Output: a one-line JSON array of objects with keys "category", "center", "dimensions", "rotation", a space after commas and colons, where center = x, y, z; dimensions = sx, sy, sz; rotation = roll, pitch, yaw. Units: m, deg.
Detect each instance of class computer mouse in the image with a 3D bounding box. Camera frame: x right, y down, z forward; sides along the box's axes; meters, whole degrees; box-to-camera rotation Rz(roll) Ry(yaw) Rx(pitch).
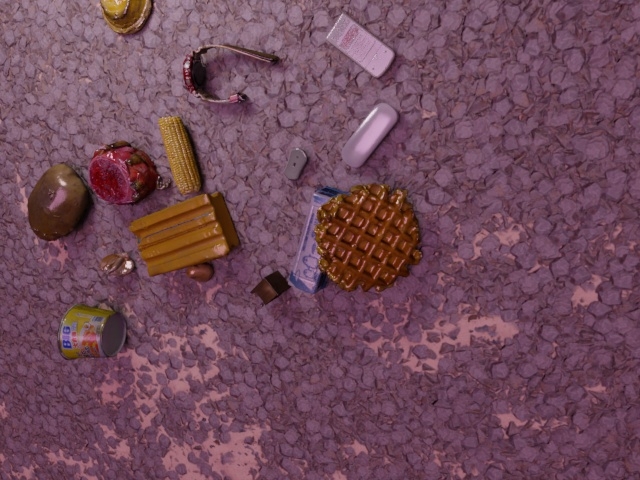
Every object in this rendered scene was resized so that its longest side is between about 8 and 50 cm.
[{"category": "computer mouse", "center": [-0.072, -0.223, 1.426], "dimensions": [0.056, 0.032, 0.110], "rotation": [33, 120, 10]}]

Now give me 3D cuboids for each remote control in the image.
[{"category": "remote control", "center": [0.110, -0.521, 1.302], "dimensions": [0.190, 0.029, 0.087], "rotation": [39, 111, 7]}]

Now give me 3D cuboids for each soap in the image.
[{"category": "soap", "center": [-0.438, -0.015, 1.555], "dimensions": [0.325, 0.096, 0.204], "rotation": [-16, 96, 21]}]

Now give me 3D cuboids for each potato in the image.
[{"category": "potato", "center": [-0.910, -0.119, 1.667], "dimensions": [0.192, 0.141, 0.296], "rotation": [38, 113, 10]}, {"category": "potato", "center": [-0.395, 0.105, 1.580], "dimensions": [0.062, 0.083, 0.068], "rotation": [32, 112, 36]}]

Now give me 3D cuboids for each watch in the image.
[{"category": "watch", "center": [-0.266, -0.481, 1.412], "dimensions": [0.269, 0.102, 0.164], "rotation": [12, 112, 6]}]

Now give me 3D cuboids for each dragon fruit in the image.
[{"category": "dragon fruit", "center": [-0.638, -0.211, 1.554], "dimensions": [0.283, 0.147, 0.210], "rotation": [16, 106, 16]}]

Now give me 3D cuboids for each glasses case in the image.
[{"category": "glasses case", "center": [0.135, -0.288, 1.333], "dimensions": [0.076, 0.049, 0.197], "rotation": [41, 111, 7]}]

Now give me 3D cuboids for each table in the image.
[{"category": "table", "center": [-0.157, 0.153, 1.508], "dimensions": [0.082, 0.083, 0.070], "rotation": [-43, 83, 28]}]

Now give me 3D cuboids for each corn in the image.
[{"category": "corn", "center": [-0.435, -0.265, 1.509], "dimensions": [0.081, 0.081, 0.248], "rotation": [-12, 97, 20]}]

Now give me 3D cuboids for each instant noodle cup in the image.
[{"category": "instant noodle cup", "center": [-0.790, 0.321, 1.699], "dimensions": [0.153, 0.205, 0.204], "rotation": [1, 102, 9]}]

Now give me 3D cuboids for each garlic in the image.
[{"category": "garlic", "center": [-0.705, 0.091, 1.678], "dimensions": [0.113, 0.094, 0.074], "rotation": [12, 146, 10]}]

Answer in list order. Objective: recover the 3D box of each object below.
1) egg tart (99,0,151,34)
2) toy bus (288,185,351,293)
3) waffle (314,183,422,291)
[{"category": "egg tart", "center": [-0.605, -0.731, 1.472], "dimensions": [0.192, 0.074, 0.191], "rotation": [3, 100, 19]}, {"category": "toy bus", "center": [0.000, 0.000, 1.396], "dimensions": [0.106, 0.131, 0.296], "rotation": [20, 107, 14]}, {"category": "waffle", "center": [0.130, 0.005, 1.313], "dimensions": [0.302, 0.068, 0.324], "rotation": [-19, 110, -8]}]
